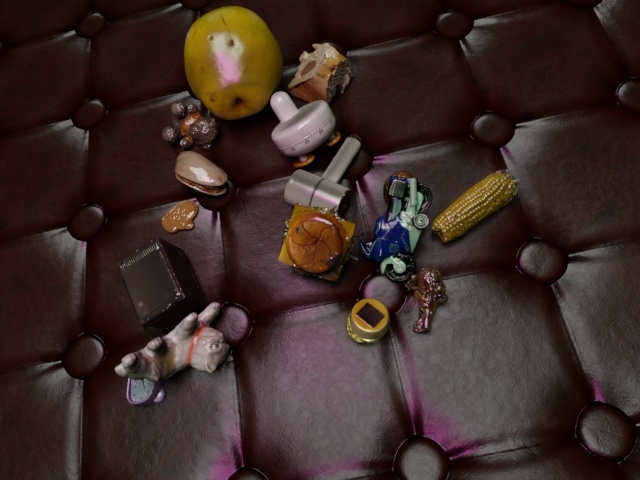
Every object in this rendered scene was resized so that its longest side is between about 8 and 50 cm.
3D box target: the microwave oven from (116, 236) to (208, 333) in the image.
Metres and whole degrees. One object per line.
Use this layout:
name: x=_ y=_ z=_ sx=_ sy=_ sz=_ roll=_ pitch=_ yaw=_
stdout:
microwave oven: x=-0.504 y=0.146 z=1.624 sx=0.178 sy=0.188 sz=0.247 roll=-31 pitch=70 yaw=2

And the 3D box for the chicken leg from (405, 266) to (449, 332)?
chicken leg: x=0.327 y=0.179 z=1.534 sx=0.125 sy=0.080 sz=0.196 roll=-12 pitch=73 yaw=15

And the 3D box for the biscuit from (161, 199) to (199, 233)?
biscuit: x=-0.493 y=-0.080 z=1.800 sx=0.118 sy=0.023 sz=0.140 roll=39 pitch=78 yaw=22

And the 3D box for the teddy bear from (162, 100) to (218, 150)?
teddy bear: x=-0.475 y=-0.424 z=1.891 sx=0.190 sy=0.140 sz=0.177 roll=29 pitch=117 yaw=10

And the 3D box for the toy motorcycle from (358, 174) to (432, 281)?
toy motorcycle: x=0.233 y=-0.041 z=1.585 sx=0.196 sy=0.125 sz=0.331 roll=14 pitch=97 yaw=8

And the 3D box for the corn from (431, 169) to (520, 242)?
corn: x=0.491 y=-0.113 z=1.605 sx=0.318 sy=0.115 sz=0.115 roll=-36 pitch=67 yaw=-6

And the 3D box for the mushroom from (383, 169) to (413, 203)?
mushroom: x=0.263 y=-0.171 z=1.678 sx=0.109 sy=0.085 sz=0.126 roll=-5 pitch=77 yaw=6

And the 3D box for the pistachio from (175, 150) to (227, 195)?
pistachio: x=-0.430 y=-0.239 z=1.803 sx=0.223 sy=0.126 sz=0.152 roll=35 pitch=41 yaw=20

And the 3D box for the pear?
pear: x=-0.310 y=-0.639 z=1.821 sx=0.363 sy=0.362 sz=0.418 roll=-12 pitch=64 yaw=4

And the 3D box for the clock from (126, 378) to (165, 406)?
clock: x=-0.541 y=0.437 z=1.577 sx=0.110 sy=0.050 sz=0.152 roll=-5 pitch=67 yaw=7

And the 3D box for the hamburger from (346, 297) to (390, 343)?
hamburger: x=0.145 y=0.245 z=1.529 sx=0.127 sy=0.081 sz=0.141 roll=21 pitch=61 yaw=15

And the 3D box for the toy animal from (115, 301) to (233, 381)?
toy animal: x=-0.421 y=0.352 z=1.502 sx=0.266 sy=0.308 sz=0.188 roll=-34 pitch=86 yaw=18

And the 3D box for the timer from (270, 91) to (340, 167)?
timer: x=-0.071 y=-0.407 z=1.749 sx=0.234 sy=0.240 sz=0.233 roll=-28 pitch=25 yaw=15

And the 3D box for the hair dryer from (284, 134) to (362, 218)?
hair dryer: x=0.050 y=-0.240 z=1.735 sx=0.203 sy=0.128 sz=0.362 roll=23 pitch=66 yaw=17

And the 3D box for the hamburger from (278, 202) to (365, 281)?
hamburger: x=0.000 y=0.000 z=1.589 sx=0.262 sy=0.139 sz=0.243 roll=25 pitch=109 yaw=10

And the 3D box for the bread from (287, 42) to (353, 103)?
bread: x=-0.014 y=-0.625 z=1.845 sx=0.224 sy=0.211 sz=0.183 roll=24 pitch=80 yaw=12
